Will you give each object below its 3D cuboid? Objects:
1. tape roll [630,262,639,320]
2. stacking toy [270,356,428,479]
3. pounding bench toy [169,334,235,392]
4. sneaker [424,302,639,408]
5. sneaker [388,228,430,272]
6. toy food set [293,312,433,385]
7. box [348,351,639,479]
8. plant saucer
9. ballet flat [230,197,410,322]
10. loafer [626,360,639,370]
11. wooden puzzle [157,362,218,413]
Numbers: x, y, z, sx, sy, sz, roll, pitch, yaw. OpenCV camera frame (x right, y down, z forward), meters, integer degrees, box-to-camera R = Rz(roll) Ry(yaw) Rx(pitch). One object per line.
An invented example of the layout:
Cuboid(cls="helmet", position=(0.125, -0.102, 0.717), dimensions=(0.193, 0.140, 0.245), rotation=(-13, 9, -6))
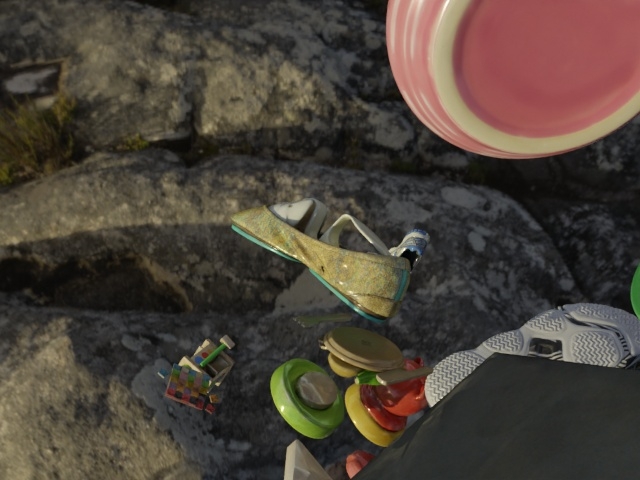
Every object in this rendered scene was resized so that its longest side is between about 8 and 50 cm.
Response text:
Cuboid(cls="tape roll", position=(0.424, 0.010, 0.551), dimensions=(0.321, 0.321, 0.077), rotation=(-40, 100, -26))
Cuboid(cls="stacking toy", position=(0.077, 0.281, 1.026), dimensions=(0.280, 0.130, 0.309), rotation=(30, 29, -28))
Cuboid(cls="pounding bench toy", position=(-0.157, 0.170, 0.927), dimensions=(0.052, 0.083, 0.065), rotation=(40, 30, 9))
Cuboid(cls="sneaker", position=(0.346, 0.240, 1.094), dimensions=(0.366, 0.210, 0.137), rotation=(-19, 42, -6))
Cuboid(cls="sneaker", position=(0.143, 0.038, 1.215), dimensions=(0.052, 0.135, 0.058), rotation=(27, 43, -6))
Cuboid(cls="toy food set", position=(0.058, 0.166, 0.990), dimensions=(0.132, 0.038, 0.192), rotation=(1, 21, -44))
Cuboid(cls="box", position=(0.287, 0.373, 0.548), dimensions=(0.297, 0.480, 0.471), rotation=(-39, 95, -15))
Cuboid(cls="plant saucer", position=(0.235, -0.214, 0.704), dimensions=(0.332, 0.332, 0.084), rotation=(5, 40, -2))
Cuboid(cls="ballet flat", position=(0.000, 0.000, 1.049), dimensions=(0.123, 0.123, 0.349), rotation=(-37, 47, -25))
Cuboid(cls="loafer", position=(0.551, 0.231, 1.063), dimensions=(0.080, 0.220, 0.078), rotation=(-45, 108, -30))
Cuboid(cls="wooden puzzle", position=(-0.162, 0.180, 0.843), dimensions=(0.083, 0.006, 0.049), rotation=(26, 38, -17))
